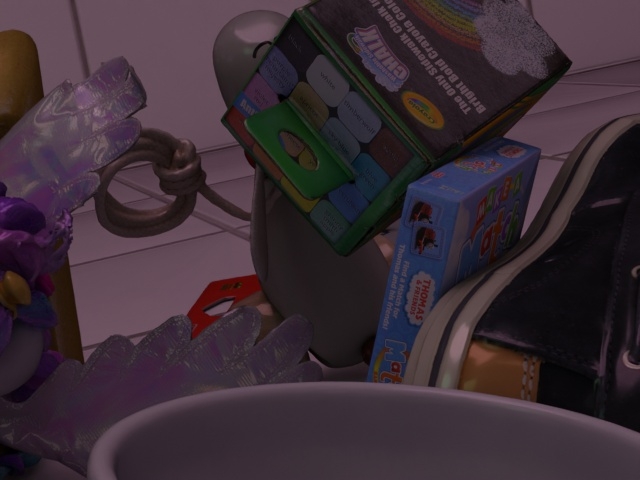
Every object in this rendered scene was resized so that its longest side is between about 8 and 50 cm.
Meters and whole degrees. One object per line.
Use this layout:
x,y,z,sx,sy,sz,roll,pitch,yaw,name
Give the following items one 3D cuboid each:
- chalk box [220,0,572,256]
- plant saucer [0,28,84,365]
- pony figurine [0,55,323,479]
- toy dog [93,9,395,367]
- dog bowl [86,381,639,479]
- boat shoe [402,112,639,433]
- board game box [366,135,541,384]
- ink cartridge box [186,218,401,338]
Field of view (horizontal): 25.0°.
0.035,-0.088,0.951,0.213,0.132,0.132,-35,-8,-37,chalk box
-0.339,0.028,1.126,0.333,0.332,0.081,-16,21,-29,plant saucer
-0.228,0.071,0.952,0.351,0.302,0.363,-35,-15,17,pony figurine
0.000,0.000,1.120,0.220,0.333,0.161,-46,44,-6,toy dog
0.035,0.142,0.601,0.265,0.104,0.265,3,9,-1,dog bowl
0.208,0.043,0.941,0.156,0.186,0.500,7,21,25,boat shoe
0.078,0.051,0.914,0.039,0.211,0.160,18,21,21,board game box
-0.028,0.034,1.516,0.239,0.060,0.275,-8,11,7,ink cartridge box
